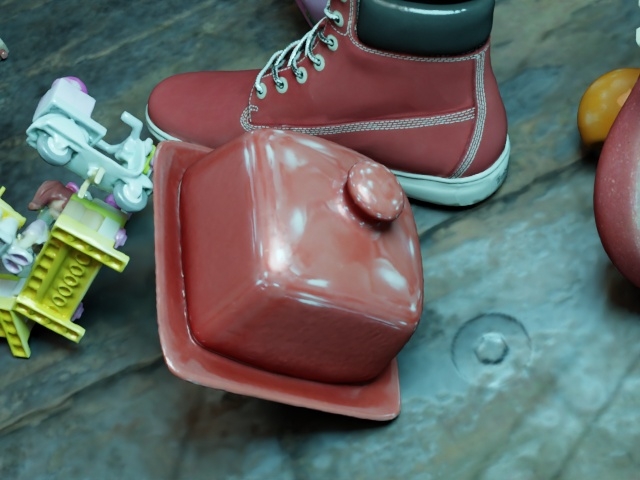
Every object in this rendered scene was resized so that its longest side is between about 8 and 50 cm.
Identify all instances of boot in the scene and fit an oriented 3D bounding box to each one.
[{"bbox_3d":[-0.010,-0.115,0.700,0.244,0.176,0.088,7,52,20],"label":"boot"}]

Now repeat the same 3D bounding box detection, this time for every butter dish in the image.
[{"bbox_3d":[0.000,0.000,0.628,0.118,0.160,0.159,-43,43,40],"label":"butter dish"}]

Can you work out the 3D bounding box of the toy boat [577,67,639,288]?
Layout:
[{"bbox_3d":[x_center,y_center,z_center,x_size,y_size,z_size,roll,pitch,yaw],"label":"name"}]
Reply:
[{"bbox_3d":[0.213,-0.073,0.657,0.151,0.151,0.231,-4,51,50],"label":"toy boat"}]

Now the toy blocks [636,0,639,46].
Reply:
[{"bbox_3d":[0.337,-0.058,0.486,0.309,0.260,0.288,3,91,52],"label":"toy blocks"}]

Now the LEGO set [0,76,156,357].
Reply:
[{"bbox_3d":[-0.196,-0.007,0.738,0.287,0.132,0.107,-24,31,35],"label":"LEGO set"}]

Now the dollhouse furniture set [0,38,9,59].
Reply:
[{"bbox_3d":[-0.359,-0.156,0.860,0.184,0.129,0.129,-40,57,-12],"label":"dollhouse furniture set"}]

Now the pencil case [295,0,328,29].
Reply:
[{"bbox_3d":[0.100,-0.247,0.794,0.284,0.124,0.124,-38,56,-11],"label":"pencil case"}]
